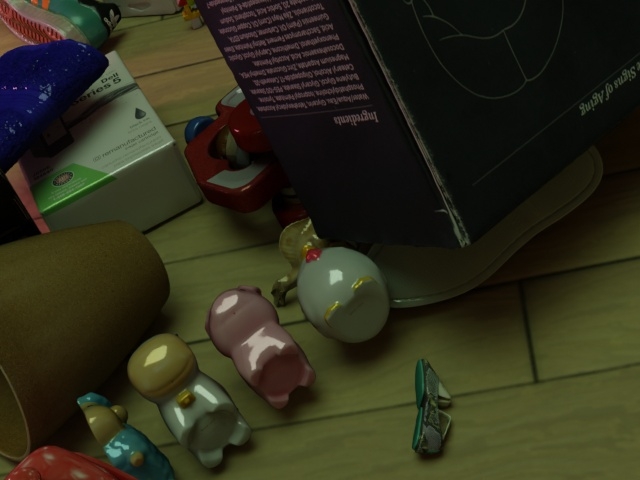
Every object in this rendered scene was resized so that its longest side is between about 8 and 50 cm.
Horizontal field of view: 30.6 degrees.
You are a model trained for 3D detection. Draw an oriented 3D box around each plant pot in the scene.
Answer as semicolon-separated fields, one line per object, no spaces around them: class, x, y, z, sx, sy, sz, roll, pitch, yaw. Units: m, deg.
plant pot;-0.307;0.085;1.354;0.237;0.237;0.254;25;47;38

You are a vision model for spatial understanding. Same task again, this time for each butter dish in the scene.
butter dish;-0.233;0.239;1.005;0.160;0.118;0.160;16;54;36

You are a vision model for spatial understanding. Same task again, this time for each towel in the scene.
towel;-0.440;-0.150;1.521;0.227;0.076;0.308;-3;42;45

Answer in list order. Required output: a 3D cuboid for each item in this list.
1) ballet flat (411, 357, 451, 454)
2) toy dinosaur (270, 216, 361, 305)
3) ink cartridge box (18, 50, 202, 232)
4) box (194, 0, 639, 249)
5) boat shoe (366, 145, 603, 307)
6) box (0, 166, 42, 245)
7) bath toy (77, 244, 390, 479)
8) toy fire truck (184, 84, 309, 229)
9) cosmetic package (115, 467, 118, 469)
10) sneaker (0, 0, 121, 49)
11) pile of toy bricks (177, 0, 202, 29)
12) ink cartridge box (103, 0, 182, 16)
ballet flat;0.117;0.175;1.217;0.041;0.041;0.114;-7;45;15
toy dinosaur;0.000;0.000;1.375;0.092;0.053;0.183;22;90;2
ink cartridge box;-0.310;-0.119;1.614;0.198;0.115;0.273;-29;43;-7
box;0.135;-0.316;1.256;0.480;0.472;0.297;-37;19;-25
boat shoe;0.183;-0.019;1.341;0.302;0.114;0.091;-27;2;0
box;-0.471;0.046;1.384;0.295;0.293;0.073;-32;62;-11
bath toy;-0.089;0.116;1.263;0.348;0.151;0.129;-35;38;-8
toy fire truck;-0.049;-0.153;1.518;0.302;0.169;0.253;-45;36;-23
cosmetic package;-0.176;0.345;1.076;0.151;0.151;0.184;22;58;37
sneaker;-0.450;-0.393;1.955;0.302;0.108;0.121;33;64;32
pile of toy bricks;-0.132;-0.434;1.861;0.212;0.105;0.118;-19;43;3
ink cartridge box;-0.277;-0.469;1.973;0.139;0.082;0.191;1;46;22
